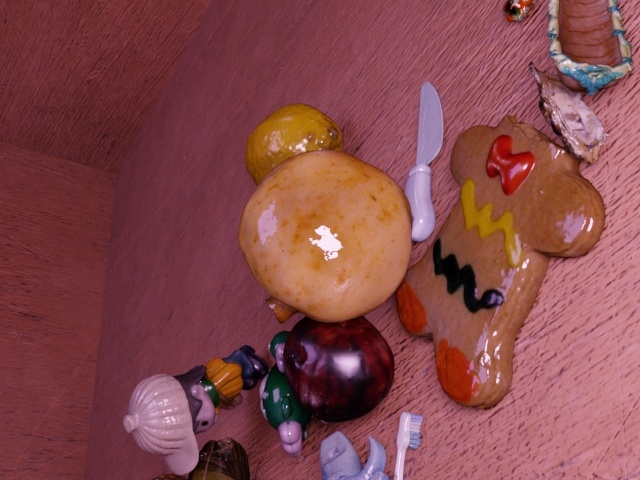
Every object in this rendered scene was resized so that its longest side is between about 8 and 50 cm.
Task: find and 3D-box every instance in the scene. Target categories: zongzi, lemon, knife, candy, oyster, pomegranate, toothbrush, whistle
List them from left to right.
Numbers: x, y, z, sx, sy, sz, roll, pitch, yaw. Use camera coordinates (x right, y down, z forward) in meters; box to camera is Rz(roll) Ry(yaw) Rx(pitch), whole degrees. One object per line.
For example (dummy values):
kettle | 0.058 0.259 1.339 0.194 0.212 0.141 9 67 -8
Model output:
zongzi | -0.154 0.556 1.824 0.318 0.154 0.289 -4 53 31
lemon | -0.057 -0.192 1.907 0.260 0.204 0.204 -20 57 45
pomegranate | 0.015 -0.011 1.449 0.307 0.307 0.307 -42 40 49
whistle | 0.046 0.426 1.465 0.180 0.093 0.269 -41 34 12
toothbrush | 0.119 0.459 1.354 0.040 0.040 0.386 -21 58 60
knife | 0.190 -0.155 1.570 0.080 0.044 0.331 -25 50 54
candy | 0.323 -0.429 1.447 0.055 0.049 0.184 -37 36 43
oyster | 0.334 -0.175 1.201 0.056 0.105 0.177 -43 60 29

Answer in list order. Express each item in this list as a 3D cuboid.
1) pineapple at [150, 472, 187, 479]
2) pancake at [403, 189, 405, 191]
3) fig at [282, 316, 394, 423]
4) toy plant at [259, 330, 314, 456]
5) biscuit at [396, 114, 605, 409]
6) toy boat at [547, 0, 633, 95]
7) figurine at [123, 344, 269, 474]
pineapple | -0.312 0.701 2.020 0.364 0.165 0.165 49 120 51
pancake | 0.143 -0.045 1.618 0.108 0.017 0.108 -37 45 48
fig | 0.020 0.248 1.529 0.204 0.186 0.249 37 118 44
toy plant | -0.060 0.296 1.689 0.243 0.113 0.232 81 -177 -73
biscuit | 0.238 0.010 1.323 0.394 0.076 0.368 -65 27 21
toy boat | 0.367 -0.315 1.211 0.099 0.108 0.293 84 -169 -59
figurine | -0.280 0.336 1.918 0.332 0.204 0.185 -50 -1 -44
